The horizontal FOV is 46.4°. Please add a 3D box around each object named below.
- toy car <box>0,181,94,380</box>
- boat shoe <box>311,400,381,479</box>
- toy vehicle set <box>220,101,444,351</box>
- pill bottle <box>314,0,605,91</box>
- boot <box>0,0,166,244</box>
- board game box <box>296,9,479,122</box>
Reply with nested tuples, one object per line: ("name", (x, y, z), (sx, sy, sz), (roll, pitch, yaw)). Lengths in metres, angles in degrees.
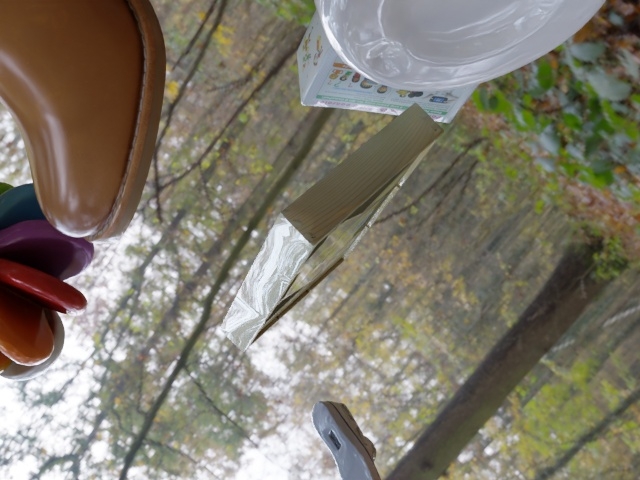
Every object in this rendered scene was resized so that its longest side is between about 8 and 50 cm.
("toy car", (-0.261, 0.026, 0.642), (0.159, 0.136, 0.182), (47, -146, -56))
("boat shoe", (0.029, 0.170, 0.604), (0.035, 0.035, 0.100), (5, -149, -36))
("toy vehicle set", (0.000, 0.000, 0.689), (0.035, 0.166, 0.267), (45, 150, 7))
("pill bottle", (0.067, -0.309, 0.545), (0.204, 0.204, 0.361), (22, -132, -49))
("boot", (-0.185, -0.118, 0.311), (0.220, 0.284, 0.109), (-15, -152, -38))
("board game box", (0.121, -0.274, 0.894), (0.224, 0.303, 0.098), (4, -119, -20))
